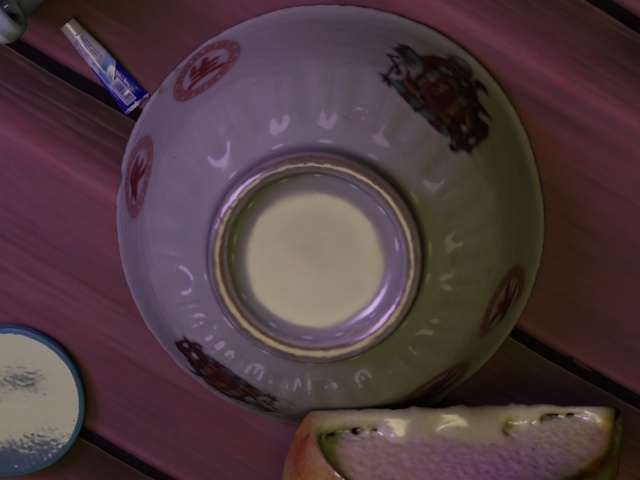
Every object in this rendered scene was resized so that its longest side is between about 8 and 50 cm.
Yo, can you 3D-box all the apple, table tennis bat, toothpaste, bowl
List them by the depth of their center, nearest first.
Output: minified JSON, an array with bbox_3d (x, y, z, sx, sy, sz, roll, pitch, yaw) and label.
[{"bbox_3d":[0.000,0.000,1.153,0.337,0.157,0.337,1,102,5],"label":"bowl"},{"bbox_3d":[0.099,0.223,1.192,0.265,0.120,0.193,1,123,-11],"label":"apple"},{"bbox_3d":[-0.168,-0.135,1.210,0.024,0.015,0.083,-40,102,9],"label":"toothpaste"},{"bbox_3d":[-0.286,0.142,1.264,0.201,0.033,0.124,-20,97,5],"label":"table tennis bat"}]

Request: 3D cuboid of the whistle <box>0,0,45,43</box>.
[{"bbox_3d":[-0.259,-0.257,1.140,0.163,0.163,0.289,-25,61,8],"label":"whistle"}]
